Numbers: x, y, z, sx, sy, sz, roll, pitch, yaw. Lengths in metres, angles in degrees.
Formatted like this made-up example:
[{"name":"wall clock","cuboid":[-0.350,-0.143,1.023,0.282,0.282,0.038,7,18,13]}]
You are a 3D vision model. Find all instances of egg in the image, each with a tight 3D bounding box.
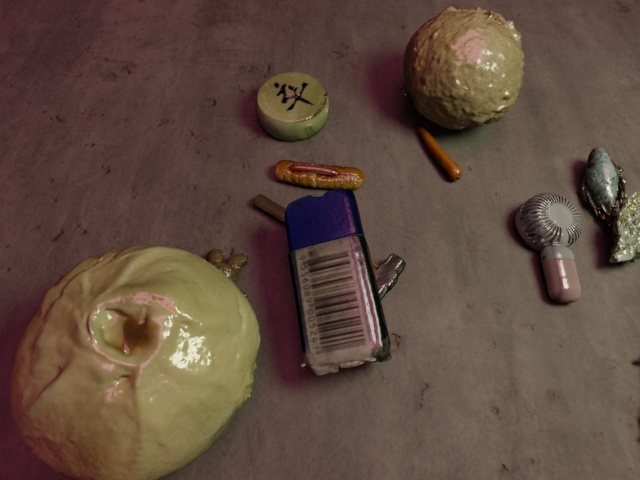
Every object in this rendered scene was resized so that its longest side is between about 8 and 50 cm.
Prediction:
[{"name":"egg","cuboid":[0.339,-0.408,0.967,0.279,0.279,0.310,-26,75,-15]}]

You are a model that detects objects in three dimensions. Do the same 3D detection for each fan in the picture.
[{"name":"fan","cuboid":[0.494,0.013,0.852,0.130,0.074,0.244,8,66,-10]}]

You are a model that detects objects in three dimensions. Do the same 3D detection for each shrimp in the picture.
[{"name":"shrimp","cuboid":[0.647,-0.110,0.921,0.090,0.079,0.232,-12,64,43]}]

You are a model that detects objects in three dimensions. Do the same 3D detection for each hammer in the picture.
[{"name":"hammer","cuboid":[0.000,0.000,0.867,0.365,0.043,0.111,32,66,18]}]

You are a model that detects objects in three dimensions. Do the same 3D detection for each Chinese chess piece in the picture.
[{"name":"Chinese chess piece","cuboid":[-0.071,-0.343,1.026,0.189,0.083,0.188,0,64,-1]}]

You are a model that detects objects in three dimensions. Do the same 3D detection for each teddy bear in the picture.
[{"name":"teddy bear","cuboid":[-0.199,0.082,0.791,0.119,0.078,0.160,9,60,-1]}]

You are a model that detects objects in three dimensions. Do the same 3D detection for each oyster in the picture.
[{"name":"oyster","cuboid":[0.671,-0.019,0.850,0.125,0.064,0.177,24,83,-12]}]

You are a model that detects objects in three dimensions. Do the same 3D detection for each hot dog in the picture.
[{"name":"hot dog","cuboid":[-0.004,-0.155,0.943,0.216,0.047,0.066,8,64,3]}]

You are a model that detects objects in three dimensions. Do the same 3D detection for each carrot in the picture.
[{"name":"carrot","cuboid":[0.288,-0.221,0.992,0.037,0.037,0.190,-21,62,-12]}]

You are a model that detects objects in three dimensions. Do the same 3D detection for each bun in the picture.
[{"name":"bun","cuboid":[-0.274,0.161,0.603,0.365,0.202,0.364,3,63,-6]}]

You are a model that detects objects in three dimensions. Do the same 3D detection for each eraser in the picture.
[{"name":"eraser","cuboid":[0.024,0.074,0.755,0.155,0.101,0.332,-14,68,10]}]
